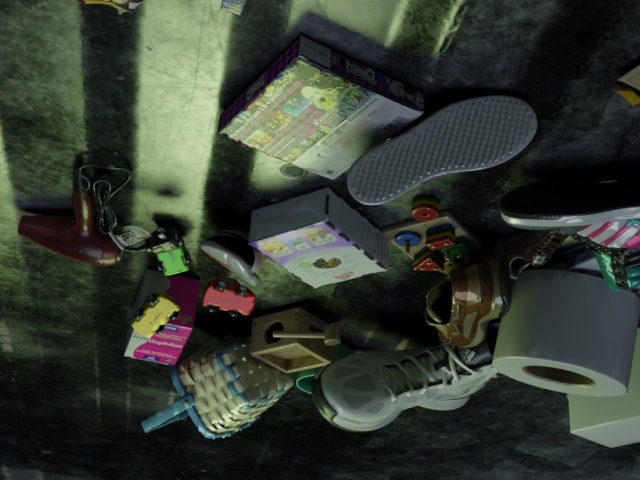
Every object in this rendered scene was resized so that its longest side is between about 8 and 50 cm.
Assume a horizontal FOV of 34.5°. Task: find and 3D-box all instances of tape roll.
[{"bbox_3d":[0.448,0.171,1.876,0.246,0.169,0.246,13,163,4],"label":"tape roll"}]

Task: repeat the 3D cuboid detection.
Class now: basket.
[{"bbox_3d":[-0.221,0.325,2.239,0.289,0.201,0.254,-37,169,28],"label":"basket"}]

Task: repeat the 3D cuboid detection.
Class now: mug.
[{"bbox_3d":[0.024,0.278,2.266,0.157,0.097,0.129,25,145,-35],"label":"mug"}]

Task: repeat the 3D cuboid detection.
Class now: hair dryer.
[{"bbox_3d":[-0.403,-0.046,1.787,0.293,0.080,0.224,-15,127,26],"label":"hair dryer"}]

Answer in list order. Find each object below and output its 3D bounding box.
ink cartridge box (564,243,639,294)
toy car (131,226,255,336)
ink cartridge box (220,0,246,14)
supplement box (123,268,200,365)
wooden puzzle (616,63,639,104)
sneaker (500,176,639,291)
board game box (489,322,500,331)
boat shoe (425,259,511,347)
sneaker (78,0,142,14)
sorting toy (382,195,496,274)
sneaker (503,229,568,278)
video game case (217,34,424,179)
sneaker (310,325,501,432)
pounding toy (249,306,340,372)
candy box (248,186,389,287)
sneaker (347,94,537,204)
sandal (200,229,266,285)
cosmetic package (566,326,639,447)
[{"bbox_3d":[0.582,0.038,1.793,0.224,0.045,0.223,22,147,-29],"label":"ink cartridge box"},{"bbox_3d":[-0.256,0.061,1.899,0.239,0.053,0.225,-14,123,3],"label":"toy car"},{"bbox_3d":[-0.088,-0.325,1.205,0.029,0.063,0.115,13,150,-14],"label":"ink cartridge box"},{"bbox_3d":[-0.323,0.159,2.085,0.111,0.114,0.220,13,149,-12],"label":"supplement box"},{"bbox_3d":[0.443,-0.221,1.371,0.078,0.014,0.116,19,149,-33],"label":"wooden puzzle"},{"bbox_3d":[0.434,-0.005,1.626,0.295,0.124,0.178,-2,125,10],"label":"sneaker"},{"bbox_3d":[0.424,0.180,2.087,0.133,0.033,0.168,8,164,35],"label":"board game box"},{"bbox_3d":[0.249,0.113,1.877,0.119,0.123,0.324,-1,157,-7],"label":"boat shoe"},{"bbox_3d":[-0.292,-0.327,1.225,0.185,0.070,0.084,26,140,-33],"label":"sneaker"},{"bbox_3d":[0.201,0.015,1.808,0.132,0.046,0.274,-14,147,31],"label":"sorting toy"},{"bbox_3d":[0.380,0.008,1.740,0.066,0.071,0.188,16,150,-21],"label":"sneaker"},{"bbox_3d":[-0.003,-0.182,1.478,0.210,0.042,0.232,19,148,-27],"label":"video game case"},{"bbox_3d":[0.205,0.247,2.083,0.447,0.169,0.257,-3,150,-39],"label":"sneaker"},{"bbox_3d":[-0.041,0.184,2.105,0.206,0.094,0.181,-16,146,33],"label":"pounding toy"},{"bbox_3d":[0.000,0.000,1.785,0.164,0.070,0.196,-16,145,32],"label":"candy box"},{"bbox_3d":[0.174,-0.136,1.508,0.282,0.102,0.161,-18,-179,9],"label":"sneaker"},{"bbox_3d":[-0.144,0.019,1.845,0.102,0.076,0.265,33,175,7],"label":"sandal"},{"bbox_3d":[0.685,0.279,2.069,0.155,0.197,0.365,23,148,-33],"label":"cosmetic package"}]
